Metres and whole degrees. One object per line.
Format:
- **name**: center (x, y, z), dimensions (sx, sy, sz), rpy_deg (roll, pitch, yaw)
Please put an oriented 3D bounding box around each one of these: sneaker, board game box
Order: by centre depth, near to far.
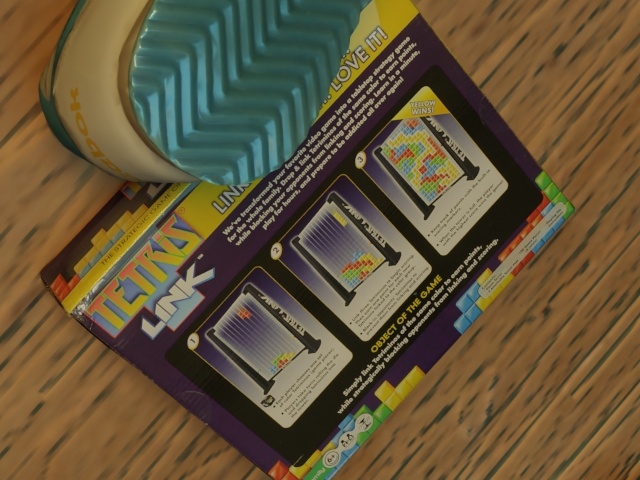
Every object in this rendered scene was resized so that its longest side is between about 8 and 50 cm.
- **sneaker**: center (-0.012, -0.116, 0.394), dimensions (0.087, 0.092, 0.228), rpy_deg (50, 63, -29)
- **board game box**: center (0.000, 0.000, 0.461), dimensions (0.170, 0.048, 0.141), rpy_deg (-47, 120, -5)
